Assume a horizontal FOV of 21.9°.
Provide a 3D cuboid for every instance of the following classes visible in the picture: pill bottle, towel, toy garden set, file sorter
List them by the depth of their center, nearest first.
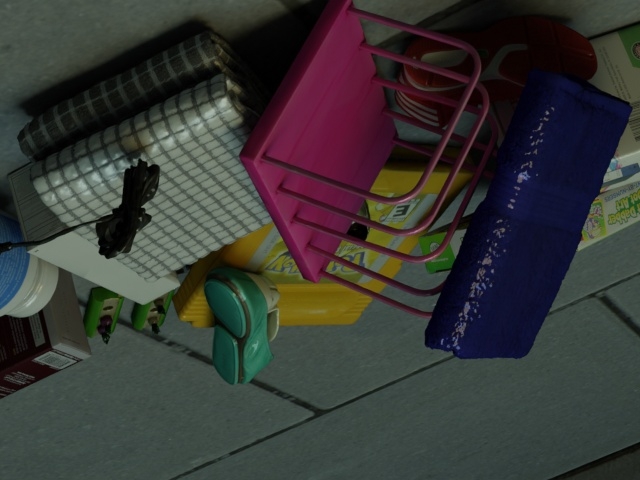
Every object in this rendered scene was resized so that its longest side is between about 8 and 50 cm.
[{"bbox_3d":[0.074,-0.072,1.699,0.182,0.202,0.290,22,161,22],"label":"file sorter"},{"bbox_3d":[0.210,-0.027,1.721,0.228,0.076,0.308,9,105,-61],"label":"towel"},{"bbox_3d":[-0.149,-0.089,1.724,0.235,0.121,0.284,-26,155,11],"label":"towel"},{"bbox_3d":[-0.382,0.017,1.775,0.124,0.124,0.221,-27,154,20],"label":"pill bottle"},{"bbox_3d":[-0.171,0.068,2.121,0.244,0.049,0.204,-8,154,-20],"label":"toy garden set"}]

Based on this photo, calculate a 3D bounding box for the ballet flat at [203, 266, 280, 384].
[{"bbox_3d":[-0.091,0.087,2.010,0.087,0.083,0.247,-39,156,-23],"label":"ballet flat"}]

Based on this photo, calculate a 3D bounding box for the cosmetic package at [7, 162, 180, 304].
[{"bbox_3d":[-0.249,-0.008,1.847,0.060,0.099,0.239,-25,155,17],"label":"cosmetic package"}]

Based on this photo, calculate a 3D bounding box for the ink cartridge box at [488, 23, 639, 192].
[{"bbox_3d":[0.306,-0.138,1.878,0.212,0.154,0.093,-18,158,-2],"label":"ink cartridge box"}]

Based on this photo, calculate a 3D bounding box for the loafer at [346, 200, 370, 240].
[{"bbox_3d":[0.027,-0.042,1.895,0.056,0.050,0.148,-30,149,11],"label":"loafer"}]

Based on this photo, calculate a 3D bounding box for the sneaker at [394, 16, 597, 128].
[{"bbox_3d":[0.184,-0.181,1.821,0.221,0.087,0.128,0,162,-13],"label":"sneaker"}]

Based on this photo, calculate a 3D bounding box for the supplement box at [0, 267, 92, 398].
[{"bbox_3d":[-0.402,0.122,1.980,0.239,0.130,0.073,-25,155,17],"label":"supplement box"}]

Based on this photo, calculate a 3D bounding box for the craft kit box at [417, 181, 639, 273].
[{"bbox_3d":[0.290,-0.031,2.025,0.250,0.061,0.247,-23,-169,-41],"label":"craft kit box"}]

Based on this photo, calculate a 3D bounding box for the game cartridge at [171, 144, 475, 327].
[{"bbox_3d":[0.000,0.000,2.036,0.285,0.052,0.323,1,140,-35],"label":"game cartridge"}]

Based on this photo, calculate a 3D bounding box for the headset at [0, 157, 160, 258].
[{"bbox_3d":[-0.358,-0.056,1.538,0.394,0.185,0.243,14,135,5],"label":"headset"}]
